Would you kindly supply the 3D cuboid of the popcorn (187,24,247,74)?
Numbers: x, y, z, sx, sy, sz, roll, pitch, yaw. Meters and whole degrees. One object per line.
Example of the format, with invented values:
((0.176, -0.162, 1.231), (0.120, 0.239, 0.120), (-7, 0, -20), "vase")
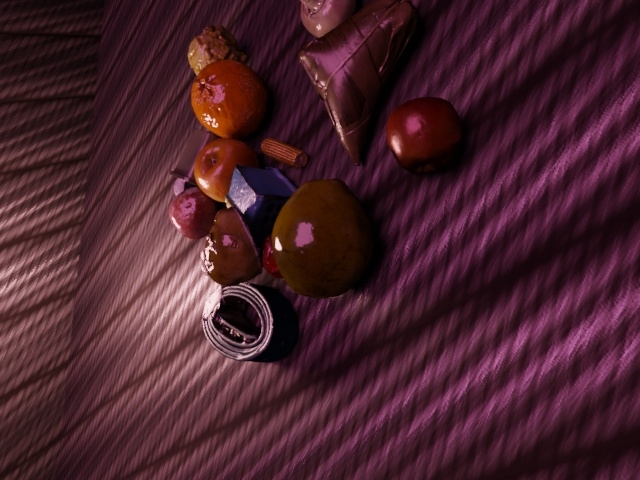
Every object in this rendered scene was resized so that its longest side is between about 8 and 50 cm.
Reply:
((-0.495, -0.873, 2.042), (0.293, 0.293, 0.237), (-39, 90, 29), "popcorn")

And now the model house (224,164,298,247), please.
((-0.258, -0.129, 1.744), (0.237, 0.215, 0.303), (49, 123, 33), "model house")

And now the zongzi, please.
((0.231, -0.573, 1.470), (0.499, 0.218, 0.467), (-26, 92, 21), "zongzi")

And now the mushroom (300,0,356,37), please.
((0.013, -0.918, 1.652), (0.246, 0.202, 0.246), (-5, 83, 50), "mushroom")

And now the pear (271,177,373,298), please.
((0.000, 0.000, 1.433), (0.351, 0.351, 0.414), (4, 95, 40), "pear")

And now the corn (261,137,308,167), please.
((-0.157, -0.365, 1.777), (0.248, 0.081, 0.081), (31, 103, 38), "corn")

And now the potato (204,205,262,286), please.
((-0.355, 0.039, 1.623), (0.246, 0.196, 0.300), (38, 146, 52), "potato")

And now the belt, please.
((-0.293, 0.322, 1.719), (0.436, 0.173, 0.301), (14, 83, 37), "belt")

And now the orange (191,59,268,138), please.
((-0.409, -0.626, 1.888), (0.340, 0.293, 0.341), (-2, 86, 34), "orange")

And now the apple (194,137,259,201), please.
((-0.410, -0.308, 1.856), (0.285, 0.233, 0.286), (-6, 70, 17), "apple")

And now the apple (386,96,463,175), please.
((0.314, -0.311, 1.286), (0.229, 0.229, 0.230), (-8, 78, 39), "apple")

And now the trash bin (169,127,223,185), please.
((-0.553, -0.382, 2.032), (0.219, 0.219, 0.250), (23, 91, 38), "trash bin")

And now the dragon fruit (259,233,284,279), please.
((-0.147, 0.058, 1.637), (0.172, 0.172, 0.210), (-5, 120, 39), "dragon fruit")

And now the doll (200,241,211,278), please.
((-0.443, 0.078, 1.861), (0.251, 0.221, 0.221), (-25, 67, 36), "doll")

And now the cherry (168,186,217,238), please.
((-0.606, -0.126, 2.031), (0.236, 0.213, 0.285), (40, 113, 2), "cherry")

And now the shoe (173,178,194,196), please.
((-0.706, -0.239, 2.216), (0.137, 0.095, 0.245), (-36, 58, 34), "shoe")
